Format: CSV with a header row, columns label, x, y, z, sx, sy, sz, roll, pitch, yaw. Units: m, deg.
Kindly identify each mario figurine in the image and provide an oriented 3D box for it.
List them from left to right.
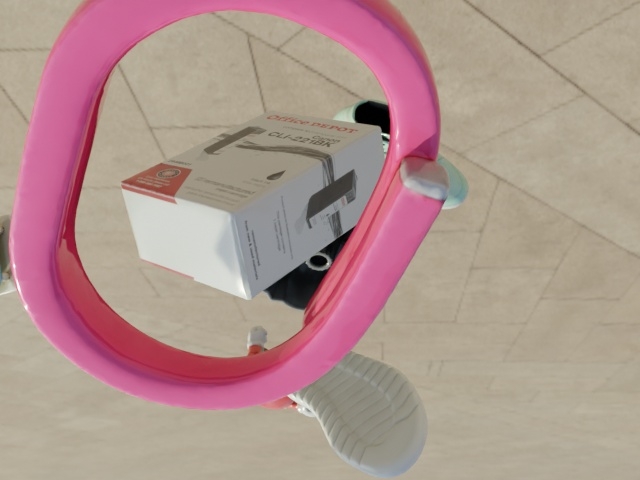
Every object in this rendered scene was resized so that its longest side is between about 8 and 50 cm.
label,x,y,z,sx,sy,sz,roll,pitch,yaw
mario figurine,-0.080,0.297,1.650,0.198,0.170,0.320,17,170,-10

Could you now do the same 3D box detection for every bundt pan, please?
label,x,y,z,sx,sy,sz,roll,pitch,yaw
bundt pan,0.000,0.000,1.476,0.331,0.124,0.330,3,135,3

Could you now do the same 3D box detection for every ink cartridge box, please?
label,x,y,z,sx,sy,sz,roll,pitch,yaw
ink cartridge box,-0.072,-0.060,0.903,0.197,0.273,0.114,15,125,37

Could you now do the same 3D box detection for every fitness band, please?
label,x,y,z,sx,sy,sz,roll,pitch,yaw
fitness band,-0.056,-0.014,0.398,0.209,0.054,0.290,19,125,-13

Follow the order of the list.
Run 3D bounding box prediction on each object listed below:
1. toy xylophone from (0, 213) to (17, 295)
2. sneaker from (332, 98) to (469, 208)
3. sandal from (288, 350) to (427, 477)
label,x,y,z,sx,sy,sz,roll,pitch,yaw
toy xylophone,-0.575,-0.002,0.970,0.081,0.236,0.323,-20,176,41
sneaker,0.136,-0.129,1.131,0.256,0.094,0.151,31,175,-8
sandal,0.068,0.287,1.274,0.102,0.169,0.416,49,170,-28
